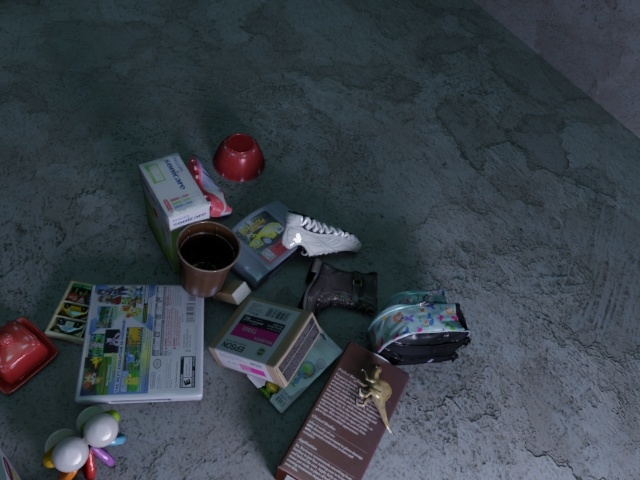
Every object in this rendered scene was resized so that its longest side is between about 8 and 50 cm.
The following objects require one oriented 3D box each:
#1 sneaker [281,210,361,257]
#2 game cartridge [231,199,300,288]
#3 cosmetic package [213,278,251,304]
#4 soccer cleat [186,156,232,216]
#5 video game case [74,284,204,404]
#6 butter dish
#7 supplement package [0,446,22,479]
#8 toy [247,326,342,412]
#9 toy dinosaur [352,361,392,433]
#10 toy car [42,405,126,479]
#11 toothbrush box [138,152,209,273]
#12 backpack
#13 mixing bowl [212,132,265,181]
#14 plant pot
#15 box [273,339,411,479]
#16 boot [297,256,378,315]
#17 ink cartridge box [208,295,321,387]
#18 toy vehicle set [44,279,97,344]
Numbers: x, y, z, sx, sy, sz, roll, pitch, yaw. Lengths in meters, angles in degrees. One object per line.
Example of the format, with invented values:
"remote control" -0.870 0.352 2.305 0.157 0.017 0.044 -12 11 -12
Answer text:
"sneaker" 0.000 0.000 1.705 0.292 0.110 0.118 18 90 -34
"game cartridge" -0.172 -0.001 1.726 0.196 0.060 0.294 36 56 18
"cosmetic package" -0.259 0.144 1.572 0.115 0.041 0.060 3 40 44
"soccer cleat" -0.369 -0.172 1.796 0.095 0.083 0.248 6 43 -45
"video game case" -0.458 0.261 1.440 0.299 0.036 0.329 1 54 -12
"butter dish" -0.772 0.266 1.372 0.160 0.118 0.160 37 56 13
"supplement package" -0.678 0.549 1.116 0.134 0.139 0.244 -28 30 -28
"toy" -0.071 0.338 1.507 0.137 0.056 0.237 46 65 7
"toy dinosaur" 0.133 0.381 1.359 0.092 0.053 0.183 1 56 -14
"toy car" -0.535 0.479 1.276 0.182 0.159 0.136 -38 105 -31
"toothbrush box" -0.414 -0.073 1.581 0.122 0.283 0.206 -23 64 -25
"backpack" 0.256 0.251 1.535 0.253 0.225 0.191 -8 56 -19
"mixing bowl" -0.276 -0.299 1.880 0.181 0.098 0.181 5 54 -7
"plant pot" -0.312 0.061 1.498 0.167 0.165 0.167 9 51 -12
"box" 0.058 0.468 1.399 0.191 0.143 0.381 30 57 9
"boot" 0.060 0.176 1.633 0.229 0.091 0.263 19 59 -5
"ink cartridge box" -0.148 0.262 1.465 0.234 0.088 0.193 8 46 32
"toy vehicle set" -0.578 0.212 1.500 0.266 0.035 0.166 13 54 -3
